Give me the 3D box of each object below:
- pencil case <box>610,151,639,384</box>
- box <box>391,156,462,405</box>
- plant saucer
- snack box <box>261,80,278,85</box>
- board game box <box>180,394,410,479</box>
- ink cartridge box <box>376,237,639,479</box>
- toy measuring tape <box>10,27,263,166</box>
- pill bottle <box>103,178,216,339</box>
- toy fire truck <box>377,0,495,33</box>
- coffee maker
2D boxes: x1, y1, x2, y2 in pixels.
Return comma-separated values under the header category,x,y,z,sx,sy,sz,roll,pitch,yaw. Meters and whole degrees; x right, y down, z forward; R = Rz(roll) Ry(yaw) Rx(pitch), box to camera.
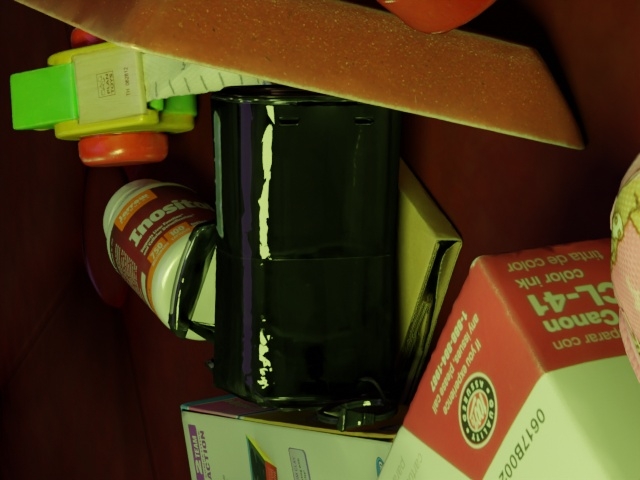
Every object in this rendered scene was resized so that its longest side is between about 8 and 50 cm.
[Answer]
category,x,y,z,sx,sy,sz,roll,pitch,yaw
pencil case,0.194,0.128,0.433,0.160,0.167,0.386,111,151,-59
box,0.019,0.005,1.115,0.201,0.021,0.164,-122,38,-46
plant saucer,-0.025,-0.116,0.932,0.258,0.259,0.048,30,107,60
snack box,-0.035,-0.016,1.172,0.064,0.022,0.178,-123,38,-47
board game box,0.016,0.217,1.068,0.316,0.064,0.242,-3,97,65
ink cartridge box,0.143,0.181,0.751,0.226,0.131,0.306,110,147,-41
toy measuring tape,-0.104,-0.116,1.308,0.330,0.121,0.121,-5,88,42
pill bottle,-0.106,0.008,1.302,0.152,0.086,0.086,38,126,57
toy fire truck,0.053,-0.263,0.820,0.302,0.169,0.254,-45,27,23
coffee maker,0.000,0.000,1.013,0.171,0.120,0.178,11,104,50
